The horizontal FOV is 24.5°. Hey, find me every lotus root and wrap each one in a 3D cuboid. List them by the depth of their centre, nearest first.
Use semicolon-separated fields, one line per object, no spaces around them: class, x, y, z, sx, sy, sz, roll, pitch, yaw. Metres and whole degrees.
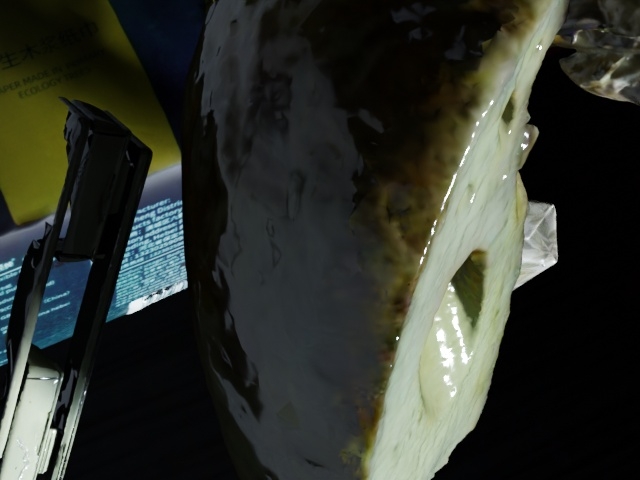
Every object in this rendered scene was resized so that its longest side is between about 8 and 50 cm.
lotus root;-0.002;0.003;0.656;0.210;0.142;0.314;23;-48;37

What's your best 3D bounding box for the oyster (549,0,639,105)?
oyster;0.278;-0.170;0.888;0.337;0.198;0.133;-38;-130;46

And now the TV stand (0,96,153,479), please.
TV stand;-0.132;0.057;0.701;0.036;0.042;0.249;37;-66;53

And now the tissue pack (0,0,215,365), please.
tissue pack;-0.197;-0.074;1.121;0.253;0.417;0.264;60;-16;19

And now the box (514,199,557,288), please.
box;0.099;0.007;0.913;0.098;0.062;0.045;137;-44;-60
